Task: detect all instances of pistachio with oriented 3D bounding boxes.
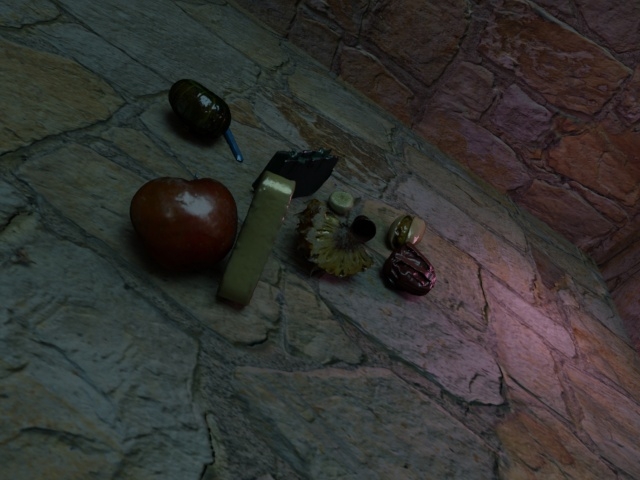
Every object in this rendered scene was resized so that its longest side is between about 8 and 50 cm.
[{"bbox_3d":[0.386,-0.032,1.835,0.157,0.157,0.229,40,42,5],"label":"pistachio"}]

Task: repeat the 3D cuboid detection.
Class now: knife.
[{"bbox_3d":[-0.391,-0.440,1.739,0.044,0.026,0.296,-3,54,-38],"label":"knife"}]

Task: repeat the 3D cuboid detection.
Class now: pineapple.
[{"bbox_3d":[-0.001,-0.001,1.490,0.344,0.209,0.286,46,1,-29],"label":"pineapple"}]

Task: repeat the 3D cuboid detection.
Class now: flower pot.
[{"bbox_3d":[0.178,-0.059,1.731,0.111,0.111,0.089,29,21,-11],"label":"flower pot"}]

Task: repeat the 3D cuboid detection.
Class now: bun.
[{"bbox_3d":[0.089,-0.165,1.790,0.115,0.069,0.115,6,51,-8],"label":"bun"}]

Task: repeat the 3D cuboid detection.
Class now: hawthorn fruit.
[{"bbox_3d":[-0.368,-0.056,1.130,0.284,0.284,0.284,22,38,-19],"label":"hawthorn fruit"}]

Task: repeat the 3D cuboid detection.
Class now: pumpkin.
[{"bbox_3d":[-0.484,-0.507,1.615,0.260,0.189,0.260,35,13,-9],"label":"pumpkin"}]

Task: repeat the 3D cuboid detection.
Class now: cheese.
[{"bbox_3d":[-0.192,-0.025,1.251,0.104,0.384,0.384,22,38,-8],"label":"cheese"}]

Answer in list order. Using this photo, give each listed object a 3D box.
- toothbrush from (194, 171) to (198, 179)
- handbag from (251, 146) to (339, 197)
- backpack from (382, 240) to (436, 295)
[{"bbox_3d":[-0.428,-0.169,1.410,0.013,0.019,0.193,12,44,-31],"label":"toothbrush"},{"bbox_3d":[-0.090,-0.262,1.609,0.326,0.238,0.089,-16,65,-48],"label":"handbag"},{"bbox_3d":[0.368,0.124,1.635,0.229,0.139,0.229,21,39,-18],"label":"backpack"}]
